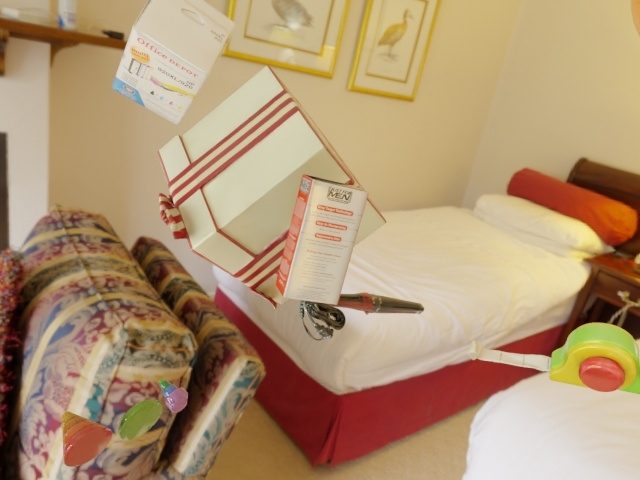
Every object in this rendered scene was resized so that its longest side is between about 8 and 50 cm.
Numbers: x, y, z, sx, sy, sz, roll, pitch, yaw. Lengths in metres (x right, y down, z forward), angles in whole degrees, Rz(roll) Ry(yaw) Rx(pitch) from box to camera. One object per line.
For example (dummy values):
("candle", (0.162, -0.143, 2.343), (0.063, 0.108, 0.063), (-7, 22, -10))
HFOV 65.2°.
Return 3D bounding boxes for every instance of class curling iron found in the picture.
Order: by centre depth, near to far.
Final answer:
("curling iron", (0.070, 0.109, 0.763), (0.274, 0.068, 0.035), (4, -21, -46))

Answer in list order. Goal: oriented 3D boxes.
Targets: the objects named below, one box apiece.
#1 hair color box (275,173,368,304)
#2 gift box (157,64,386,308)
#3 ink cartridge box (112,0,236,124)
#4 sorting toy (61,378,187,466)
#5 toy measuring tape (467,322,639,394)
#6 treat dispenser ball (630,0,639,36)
("hair color box", (0.000, 0.000, 0.588), (0.072, 0.141, 0.043), (11, 12, -22))
("gift box", (-0.084, -0.061, 0.759), (0.255, 0.258, 0.276), (43, 14, -46))
("ink cartridge box", (-0.328, -0.410, 1.109), (0.171, 0.168, 0.233), (28, -29, -22))
("sorting toy", (-0.534, 0.458, 1.346), (0.126, 0.127, 0.366), (36, 28, 27))
("toy measuring tape", (0.435, 0.195, 0.901), (0.330, 0.121, 0.121), (6, 15, 27))
("treat dispenser ball", (0.624, -0.389, 0.735), (0.288, 0.288, 0.288), (10, 19, -4))
